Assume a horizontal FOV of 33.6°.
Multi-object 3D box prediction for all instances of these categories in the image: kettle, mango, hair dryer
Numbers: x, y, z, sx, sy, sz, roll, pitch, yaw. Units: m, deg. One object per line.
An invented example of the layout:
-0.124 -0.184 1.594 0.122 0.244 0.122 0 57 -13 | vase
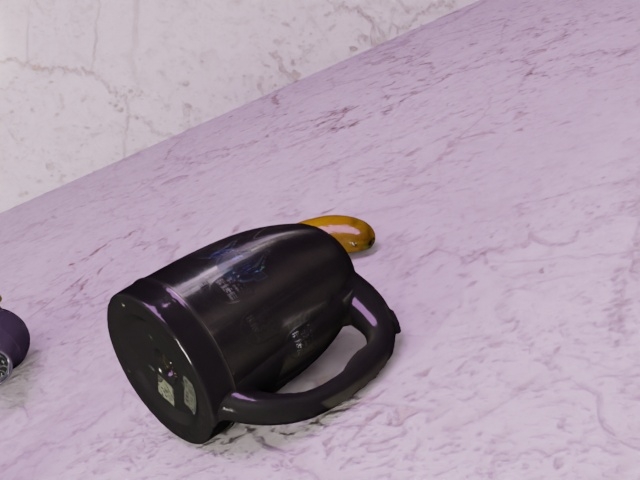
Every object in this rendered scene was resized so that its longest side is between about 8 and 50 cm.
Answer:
-0.062 0.112 1.406 0.324 0.228 0.321 -32 47 -32 | kettle
0.000 0.000 1.770 0.190 0.075 0.098 -14 38 17 | mango
-0.663 0.264 1.840 0.361 0.121 0.301 -39 15 -7 | hair dryer

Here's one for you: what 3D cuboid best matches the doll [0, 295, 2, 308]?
-0.712 0.154 1.939 0.341 0.099 0.346 -48 -5 -10 | doll
